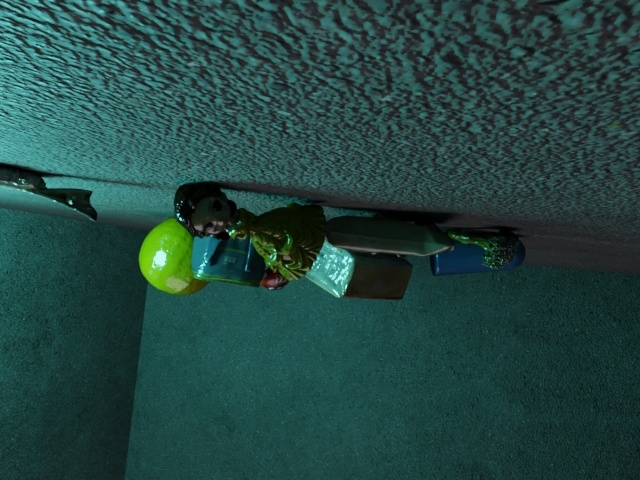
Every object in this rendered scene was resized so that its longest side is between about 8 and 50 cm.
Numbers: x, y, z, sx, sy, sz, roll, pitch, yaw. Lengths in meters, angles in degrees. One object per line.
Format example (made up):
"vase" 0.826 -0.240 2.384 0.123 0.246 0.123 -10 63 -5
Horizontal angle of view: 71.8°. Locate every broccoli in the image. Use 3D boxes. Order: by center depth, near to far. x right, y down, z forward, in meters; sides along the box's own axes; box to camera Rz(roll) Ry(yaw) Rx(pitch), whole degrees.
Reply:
"broccoli" 0.446 0.004 1.226 0.118 0.123 0.204 27 178 -39

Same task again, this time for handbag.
"handbag" 0.179 -0.013 1.141 0.315 0.109 0.253 4 -179 14
"handbag" -0.316 0.031 1.568 0.262 0.241 0.222 7 178 -15

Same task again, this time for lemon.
"lemon" -0.583 0.061 1.856 0.347 0.349 0.348 6 177 0

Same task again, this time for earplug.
"earplug" 0.478 0.039 1.341 0.272 0.133 0.132 -2 176 4

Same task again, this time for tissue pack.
"tissue pack" 0.133 0.056 1.426 0.305 0.239 0.238 9 176 -43

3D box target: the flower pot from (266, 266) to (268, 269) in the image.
"flower pot" -0.153 0.054 1.826 0.235 0.148 0.235 -3 154 -1

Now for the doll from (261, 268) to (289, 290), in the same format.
"doll" -0.170 0.134 1.725 0.183 0.085 0.217 3 145 -37

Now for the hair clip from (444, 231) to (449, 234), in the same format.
"hair clip" 0.427 -0.002 1.511 0.070 0.039 0.229 1 177 18

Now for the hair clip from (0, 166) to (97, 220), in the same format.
"hair clip" -0.659 -0.119 1.007 0.300 0.069 0.173 17 172 -17

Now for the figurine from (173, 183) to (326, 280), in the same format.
"figurine" -0.163 -0.034 0.971 0.315 0.168 0.187 18 128 -34
